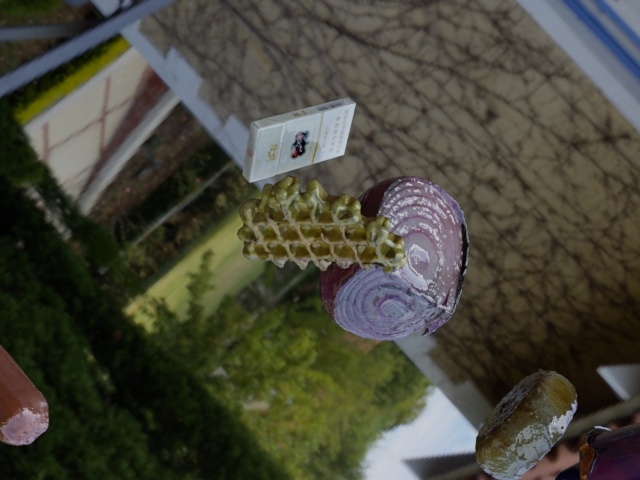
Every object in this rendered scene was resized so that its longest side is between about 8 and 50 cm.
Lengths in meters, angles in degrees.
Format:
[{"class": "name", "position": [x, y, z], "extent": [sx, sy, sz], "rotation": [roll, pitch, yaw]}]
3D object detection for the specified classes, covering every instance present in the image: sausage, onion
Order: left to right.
[{"class": "sausage", "position": [-0.408, 0.169, 1.176], "extent": [0.077, 0.194, 0.077], "rotation": [-41, 169, -10]}, {"class": "onion", "position": [0.109, 0.029, 1.617], "extent": [0.256, 0.272, 0.230], "rotation": [-44, -172, -33]}]

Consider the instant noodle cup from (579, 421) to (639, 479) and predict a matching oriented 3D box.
[{"class": "instant noodle cup", "position": [0.475, 0.318, 1.204], "extent": [0.190, 0.251, 0.251], "rotation": [-33, -179, 32]}]

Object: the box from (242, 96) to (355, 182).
[{"class": "box", "position": [-0.029, -0.140, 1.324], "extent": [0.167, 0.024, 0.090], "rotation": [-20, 139, -34]}]

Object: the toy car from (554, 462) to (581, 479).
[{"class": "toy car", "position": [0.469, 0.410, 1.467], "extent": [0.235, 0.158, 0.172], "rotation": [-9, -167, -27]}]

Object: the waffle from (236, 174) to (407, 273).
[{"class": "waffle", "position": [0.000, 0.000, 1.051], "extent": [0.161, 0.192, 0.046], "rotation": [109, 7, -54]}]

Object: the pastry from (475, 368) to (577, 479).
[{"class": "pastry", "position": [0.325, 0.289, 1.525], "extent": [0.192, 0.093, 0.182], "rotation": [-42, 171, -45]}]
